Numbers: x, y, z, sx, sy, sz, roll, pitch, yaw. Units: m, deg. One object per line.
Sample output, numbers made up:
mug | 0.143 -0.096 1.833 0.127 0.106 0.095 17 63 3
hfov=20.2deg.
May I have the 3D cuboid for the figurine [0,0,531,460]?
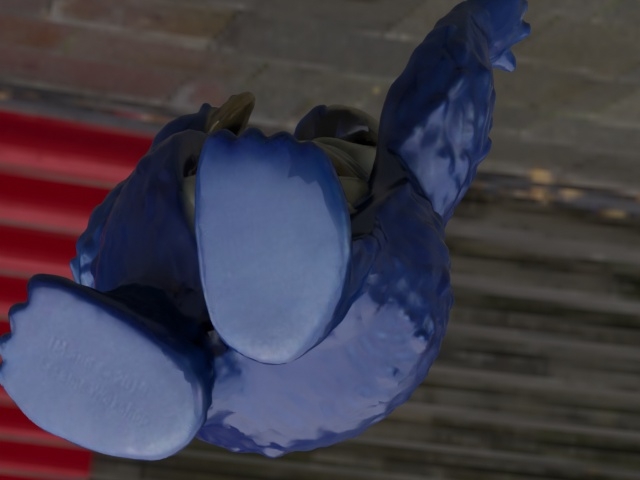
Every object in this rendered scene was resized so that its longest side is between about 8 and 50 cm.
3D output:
figurine | -0.008 0.004 0.646 0.164 0.120 0.262 -22 -170 30
